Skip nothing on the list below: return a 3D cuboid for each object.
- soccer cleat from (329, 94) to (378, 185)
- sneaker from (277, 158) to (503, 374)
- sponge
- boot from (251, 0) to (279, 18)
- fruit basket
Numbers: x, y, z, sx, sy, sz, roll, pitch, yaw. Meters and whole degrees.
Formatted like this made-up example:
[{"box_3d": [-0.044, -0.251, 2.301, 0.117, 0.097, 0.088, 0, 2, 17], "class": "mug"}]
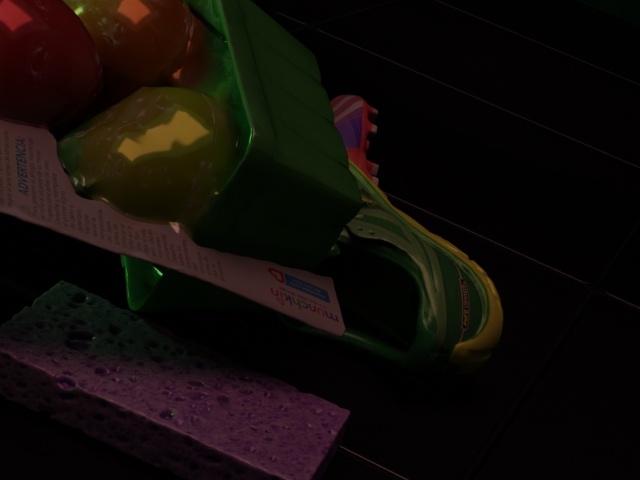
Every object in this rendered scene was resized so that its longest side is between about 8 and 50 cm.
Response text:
[{"box_3d": [0.001, -0.081, 1.354, 0.095, 0.083, 0.248, 12, 24, -7], "class": "soccer cleat"}, {"box_3d": [0.000, 0.000, 1.102, 0.295, 0.109, 0.123, 32, 20, 28], "class": "sneaker"}, {"box_3d": [-0.092, 0.094, 0.895, 0.210, 0.031, 0.117, 23, 21, 9], "class": "sponge"}, {"box_3d": [-0.214, -0.196, 1.350, 0.348, 0.131, 0.260, -11, 11, -13], "class": "boot"}, {"box_3d": [-0.160, -0.089, 0.966, 0.353, 0.165, 0.327, 15, 35, -25], "class": "fruit basket"}]
